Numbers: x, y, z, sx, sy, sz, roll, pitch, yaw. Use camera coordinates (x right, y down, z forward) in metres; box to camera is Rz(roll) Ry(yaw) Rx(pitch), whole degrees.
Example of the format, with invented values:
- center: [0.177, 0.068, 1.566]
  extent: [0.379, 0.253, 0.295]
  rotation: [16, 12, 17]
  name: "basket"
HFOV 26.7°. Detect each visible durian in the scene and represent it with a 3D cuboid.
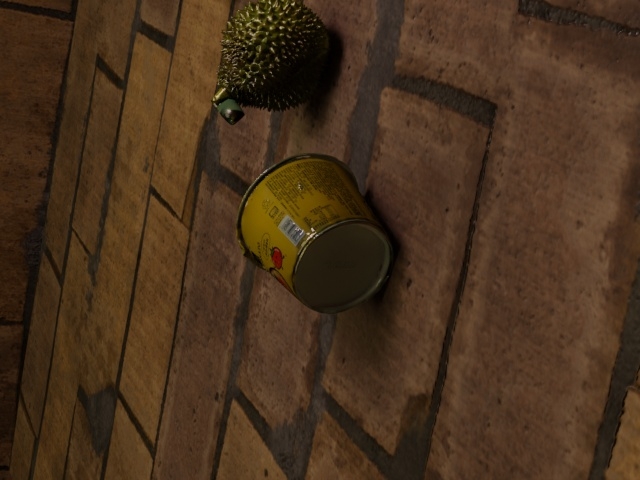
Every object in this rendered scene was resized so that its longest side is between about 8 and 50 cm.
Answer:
- center: [-0.070, -0.267, 1.954]
  extent: [0.198, 0.159, 0.146]
  rotation: [-57, 46, 40]
  name: "durian"

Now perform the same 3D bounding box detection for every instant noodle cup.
- center: [0.000, 0.000, 1.728]
  extent: [0.144, 0.182, 0.182]
  rotation: [51, 131, 49]
  name: "instant noodle cup"
